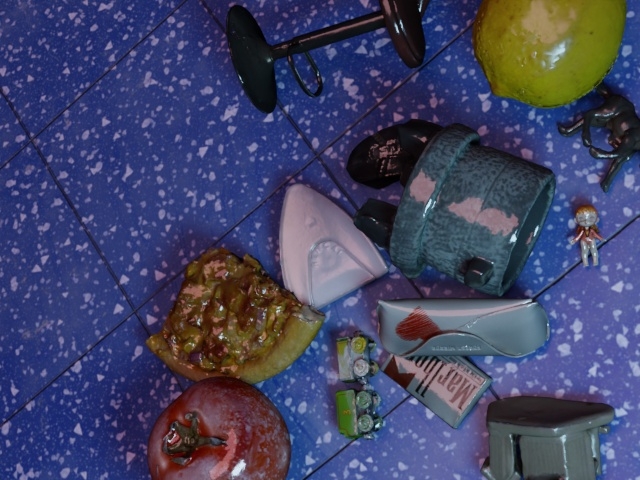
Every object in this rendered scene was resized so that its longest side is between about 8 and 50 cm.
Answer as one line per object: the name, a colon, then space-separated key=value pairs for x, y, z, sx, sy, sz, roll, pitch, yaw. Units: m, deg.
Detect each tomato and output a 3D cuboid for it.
tomato: x=-0.176 y=0.391 z=1.973 sx=0.270 sy=0.227 sz=0.270 roll=-19 pitch=55 yaw=30

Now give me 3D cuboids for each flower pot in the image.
flower pot: x=0.231 y=-0.044 z=1.890 sx=0.282 sy=0.299 sz=0.299 roll=26 pitch=88 yaw=17

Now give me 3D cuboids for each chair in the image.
chair: x=0.043 y=-0.406 z=2.074 sx=0.401 sy=0.226 sz=0.227 roll=-16 pitch=72 yaw=18

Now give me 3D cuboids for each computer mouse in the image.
computer mouse: x=0.134 y=-0.165 z=2.066 sx=0.192 sy=0.062 sz=0.106 roll=-15 pitch=73 yaw=20

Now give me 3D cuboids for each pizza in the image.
pizza: x=-0.173 y=0.149 z=2.075 sx=0.408 sy=0.114 sz=0.278 roll=-3 pitch=89 yaw=29

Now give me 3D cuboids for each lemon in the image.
lemon: x=0.407 y=-0.379 z=1.897 sx=0.258 sy=0.258 sz=0.310 roll=32 pitch=98 yaw=25

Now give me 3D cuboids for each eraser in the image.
eraser: x=0.001 y=0.000 z=2.083 sx=0.204 sy=0.059 sz=0.243 roll=-28 pitch=72 yaw=15

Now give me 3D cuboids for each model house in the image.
model house: x=0.377 y=0.365 z=1.815 sx=0.229 sy=0.122 sz=0.188 roll=-2 pitch=90 yaw=36

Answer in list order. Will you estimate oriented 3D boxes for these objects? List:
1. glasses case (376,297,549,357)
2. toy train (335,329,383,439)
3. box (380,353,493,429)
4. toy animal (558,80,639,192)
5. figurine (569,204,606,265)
glasses case: x=0.242 y=0.151 z=1.885 sx=0.308 sy=0.128 sz=0.083 roll=-2 pitch=59 yaw=13
toy train: x=0.066 y=0.268 z=1.994 sx=0.081 sy=0.060 sz=0.202 roll=-13 pitch=71 yaw=25
box: x=0.209 y=0.243 z=1.954 sx=0.177 sy=0.036 sz=0.115 roll=36 pitch=94 yaw=25
toy animal: x=0.528 y=-0.186 z=1.911 sx=0.148 sy=0.084 sz=0.233 roll=-27 pitch=62 yaw=-4
figurine: x=0.470 y=-0.009 z=1.901 sx=0.064 sy=0.047 sz=0.109 roll=-5 pitch=85 yaw=14
